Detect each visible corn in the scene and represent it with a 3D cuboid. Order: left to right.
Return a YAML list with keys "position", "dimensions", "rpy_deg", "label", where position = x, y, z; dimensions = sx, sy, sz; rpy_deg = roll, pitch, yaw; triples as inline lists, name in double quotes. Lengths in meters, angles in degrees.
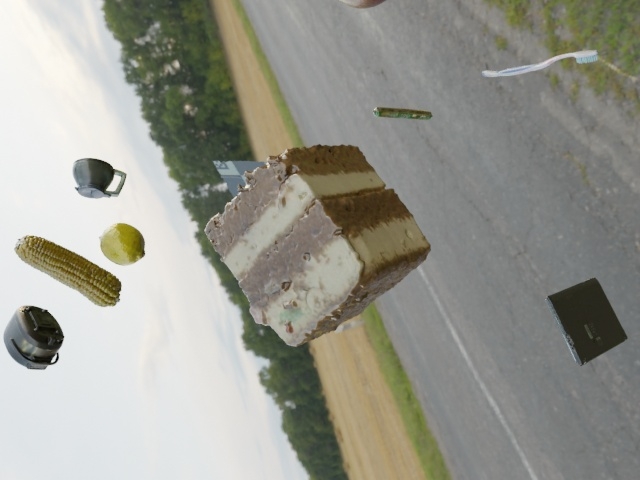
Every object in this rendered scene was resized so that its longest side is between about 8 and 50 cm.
- position: [-0.691, 0.078, 1.749]
  dimensions: [0.313, 0.102, 0.102]
  rpy_deg: [38, -169, -23]
  label: "corn"

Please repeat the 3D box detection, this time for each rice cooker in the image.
- position: [-0.676, 0.227, 1.494]
  dimensions: [0.165, 0.106, 0.112]
  rpy_deg: [38, -168, 36]
  label: "rice cooker"

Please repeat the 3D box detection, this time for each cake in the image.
- position: [0.000, 0.000, 1.147]
  dimensions: [0.282, 0.256, 0.290]
  rpy_deg: [-16, -113, -53]
  label: "cake"

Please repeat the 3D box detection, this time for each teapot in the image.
- position: [-0.373, -0.101, 1.064]
  dimensions: [0.066, 0.088, 0.057]
  rpy_deg: [141, 132, -60]
  label: "teapot"

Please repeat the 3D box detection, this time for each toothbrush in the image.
- position: [0.466, -0.378, 1.363]
  dimensions: [0.269, 0.021, 0.027]
  rpy_deg: [4, 121, 49]
  label: "toothbrush"

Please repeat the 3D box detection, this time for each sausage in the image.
- position: [0.262, -0.400, 1.993]
  dimensions: [0.033, 0.269, 0.032]
  rpy_deg: [8, 100, 51]
  label: "sausage"

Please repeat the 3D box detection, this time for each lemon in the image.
- position: [-0.510, 0.011, 1.636]
  dimensions: [0.109, 0.133, 0.109]
  rpy_deg: [-63, -8, -15]
  label: "lemon"

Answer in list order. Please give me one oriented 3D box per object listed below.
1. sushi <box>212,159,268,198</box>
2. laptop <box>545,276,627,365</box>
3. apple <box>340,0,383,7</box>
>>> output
- position: [-0.064, -0.055, 1.515]
  dimensions: [0.296, 0.373, 0.100]
  rpy_deg: [66, -144, -50]
  label: "sushi"
- position: [0.478, 0.140, 1.128]
  dimensions: [0.016, 0.180, 0.129]
  rpy_deg: [-36, 72, 47]
  label: "laptop"
- position: [0.116, -0.840, 1.869]
  dimensions: [0.306, 0.235, 0.305]
  rpy_deg: [-4, 85, 55]
  label: "apple"
